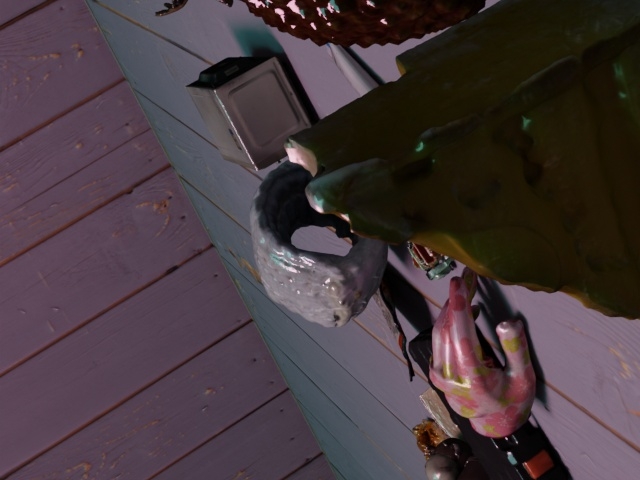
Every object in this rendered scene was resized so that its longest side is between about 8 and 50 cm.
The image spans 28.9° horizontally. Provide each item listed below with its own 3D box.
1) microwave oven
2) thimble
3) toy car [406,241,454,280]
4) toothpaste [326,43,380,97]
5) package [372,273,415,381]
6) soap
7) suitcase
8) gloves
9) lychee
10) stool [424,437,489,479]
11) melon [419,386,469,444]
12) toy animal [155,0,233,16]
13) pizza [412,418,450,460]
[{"bbox_3d":[-0.107,-0.209,1.963,0.163,0.129,0.205,64,166,-17],"label":"microwave oven"},{"bbox_3d":[0.000,0.000,1.875,0.172,0.205,0.250,86,167,-54],"label":"thimble"},{"bbox_3d":[0.149,0.011,1.663,0.073,0.054,0.143,57,167,10],"label":"toy car"},{"bbox_3d":[0.055,-0.200,1.583,0.190,0.031,0.048,53,170,36],"label":"toothpaste"},{"bbox_3d":[0.109,0.104,2.040,0.232,0.040,0.166,-115,3,-46],"label":"package"},{"bbox_3d":[0.161,0.002,1.004,0.169,0.304,0.338,46,163,57],"label":"soap"},{"bbox_3d":[0.245,0.255,1.858,0.285,0.066,0.206,58,168,0],"label":"suitcase"},{"bbox_3d":[0.205,0.153,1.653,0.241,0.126,0.145,58,172,-31],"label":"gloves"},{"bbox_3d":[0.027,-0.276,1.063,0.271,0.236,0.236,31,163,7],"label":"lychee"},{"bbox_3d":[0.249,0.403,2.011,0.217,0.121,0.125,31,151,19],"label":"stool"},{"bbox_3d":[0.245,0.310,2.079,0.182,0.054,0.098,56,153,8],"label":"melon"},{"bbox_3d":[-0.209,-0.397,1.840,0.186,0.093,0.214,10,170,24],"label":"toy animal"},{"bbox_3d":[0.240,0.415,2.295,0.246,0.058,0.127,45,162,39],"label":"pizza"}]
